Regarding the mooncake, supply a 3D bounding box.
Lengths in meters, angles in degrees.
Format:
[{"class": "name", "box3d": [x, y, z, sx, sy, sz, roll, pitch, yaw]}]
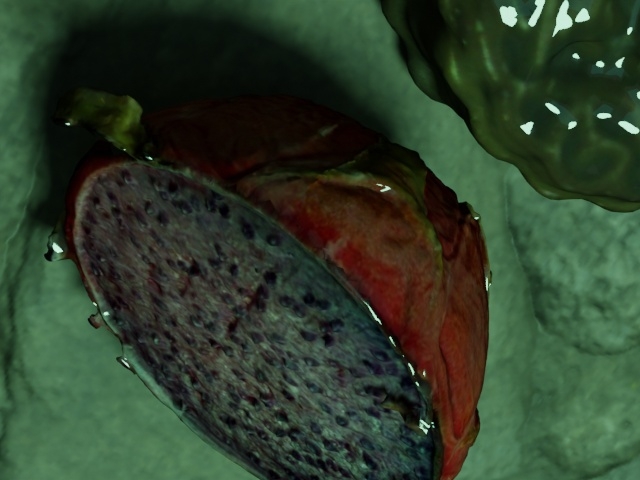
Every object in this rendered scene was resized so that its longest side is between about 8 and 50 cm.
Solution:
[{"class": "mooncake", "box3d": [0.146, -0.126, 0.819, 0.228, 0.124, 0.228, -6, 117, -12]}]

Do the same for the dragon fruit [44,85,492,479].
[{"class": "dragon fruit", "box3d": [0.002, 0.003, 0.823, 0.148, 0.224, 0.218, -47, 164, -29]}]
